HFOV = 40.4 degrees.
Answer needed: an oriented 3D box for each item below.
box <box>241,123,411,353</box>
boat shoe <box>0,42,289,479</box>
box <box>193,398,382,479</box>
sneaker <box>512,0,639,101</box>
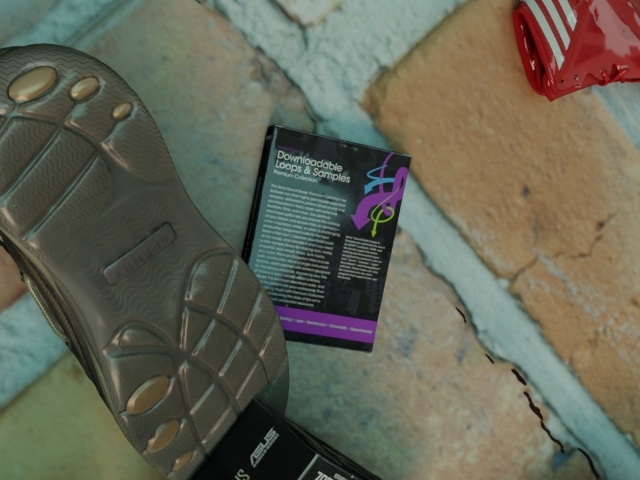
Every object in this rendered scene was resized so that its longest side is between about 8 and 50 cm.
[{"bbox_3d":[0.000,0.000,0.677,0.116,0.029,0.162,11,93,-19],"label":"box"},{"bbox_3d":[-0.127,0.022,0.590,0.132,0.130,0.355,-33,125,-21],"label":"boat shoe"},{"bbox_3d":[-0.020,0.223,0.630,0.147,0.077,0.180,-53,134,-6],"label":"box"},{"bbox_3d":[0.251,-0.143,0.727,0.221,0.087,0.128,40,91,-5],"label":"sneaker"}]
